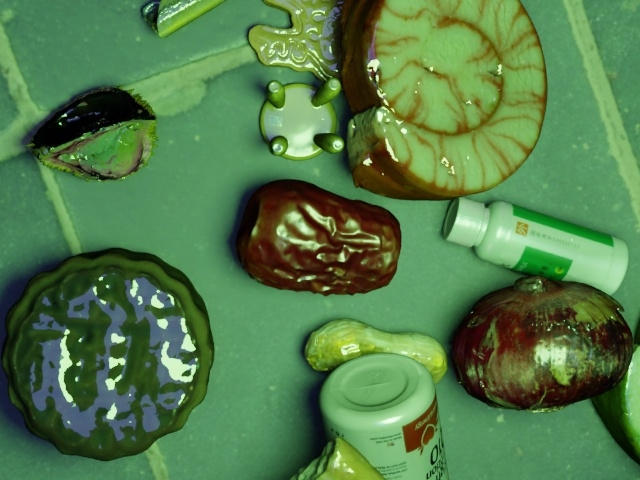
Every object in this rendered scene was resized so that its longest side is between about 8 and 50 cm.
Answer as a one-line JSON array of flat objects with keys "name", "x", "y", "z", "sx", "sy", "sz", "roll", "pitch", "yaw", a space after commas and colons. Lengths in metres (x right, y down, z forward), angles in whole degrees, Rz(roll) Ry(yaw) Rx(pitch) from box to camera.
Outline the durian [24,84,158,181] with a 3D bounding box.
[{"name": "durian", "x": -0.297, "y": -0.136, "z": 1.534, "sx": 0.187, "sy": 0.119, "sz": 0.108, "roll": -19, "pitch": 132, "yaw": 5}]

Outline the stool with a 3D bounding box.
[{"name": "stool", "x": -0.026, "y": -0.169, "z": 1.547, "sx": 0.134, "sy": 0.110, "sz": 0.135, "roll": 42, "pitch": 87, "yaw": -7}]

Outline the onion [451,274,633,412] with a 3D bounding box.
[{"name": "onion", "x": 0.304, "y": 0.141, "z": 1.531, "sx": 0.246, "sy": 0.246, "sz": 0.190, "roll": -11, "pitch": 95, "yaw": -7}]

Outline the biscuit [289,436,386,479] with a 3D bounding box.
[{"name": "biscuit", "x": 0.017, "y": 0.524, "z": 1.505, "sx": 0.429, "sy": 0.104, "sz": 0.446, "roll": -38, "pitch": 104, "yaw": 22}]

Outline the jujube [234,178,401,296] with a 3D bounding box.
[{"name": "jujube", "x": 0.000, "y": 0.000, "z": 1.537, "sx": 0.230, "sy": 0.155, "sz": 0.155, "roll": 9, "pitch": 90, "yaw": -9}]

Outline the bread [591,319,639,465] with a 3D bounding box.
[{"name": "bread", "x": 0.584, "y": 0.195, "z": 1.630, "sx": 0.382, "sy": 0.129, "sz": 0.366, "roll": -2, "pitch": 95, "yaw": -7}]

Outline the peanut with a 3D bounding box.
[{"name": "peanut", "x": 0.081, "y": 0.161, "z": 1.583, "sx": 0.207, "sy": 0.087, "sz": 0.087, "roll": 9, "pitch": 90, "yaw": -9}]

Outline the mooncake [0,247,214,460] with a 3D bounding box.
[{"name": "mooncake", "x": -0.286, "y": 0.151, "z": 1.497, "sx": 0.290, "sy": 0.161, "sz": 0.290, "roll": 0, "pitch": 90, "yaw": -7}]

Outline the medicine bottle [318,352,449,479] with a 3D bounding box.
[{"name": "medicine bottle", "x": 0.095, "y": 0.308, "z": 1.526, "sx": 0.157, "sy": 0.157, "sz": 0.288, "roll": -15, "pitch": 120, "yaw": -7}]

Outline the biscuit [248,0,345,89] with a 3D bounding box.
[{"name": "biscuit", "x": 0.018, "y": -0.291, "z": 1.590, "sx": 0.236, "sy": 0.040, "sz": 0.144, "roll": 15, "pitch": 95, "yaw": -5}]

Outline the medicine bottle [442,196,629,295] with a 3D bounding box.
[{"name": "medicine bottle", "x": 0.308, "y": 0.004, "z": 1.604, "sx": 0.260, "sy": 0.095, "sz": 0.095, "roll": 19, "pitch": 89, "yaw": -8}]

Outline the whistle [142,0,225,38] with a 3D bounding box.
[{"name": "whistle", "x": -0.103, "y": -0.387, "z": 1.558, "sx": 0.326, "sy": 0.068, "sz": 0.057, "roll": -34, "pitch": 140, "yaw": -5}]

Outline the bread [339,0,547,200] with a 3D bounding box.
[{"name": "bread", "x": 0.168, "y": -0.219, "z": 1.536, "sx": 0.295, "sy": 0.114, "sz": 0.327, "roll": -7, "pitch": 92, "yaw": -26}]
